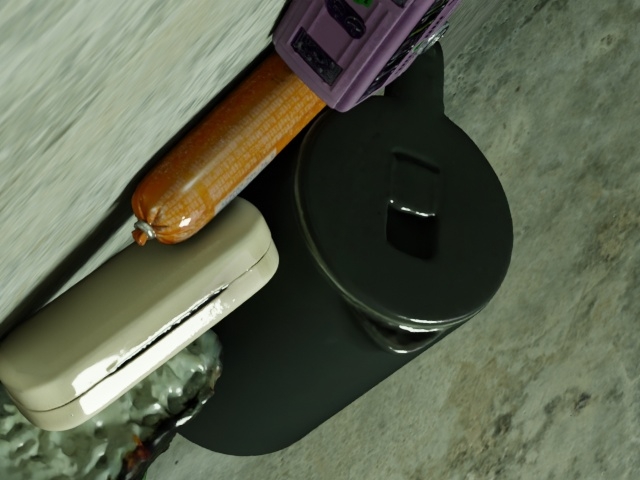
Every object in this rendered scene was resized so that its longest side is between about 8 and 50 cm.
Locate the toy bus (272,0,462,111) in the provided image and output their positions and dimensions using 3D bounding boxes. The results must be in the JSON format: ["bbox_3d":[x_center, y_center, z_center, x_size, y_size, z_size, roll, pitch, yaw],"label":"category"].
[{"bbox_3d":[0.043,-0.157,0.794,0.098,0.087,0.178,-40,176,-32],"label":"toy bus"}]

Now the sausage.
[{"bbox_3d":[-0.012,-0.113,0.893,0.348,0.053,0.053,-48,177,-28],"label":"sausage"}]

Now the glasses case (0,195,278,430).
[{"bbox_3d":[-0.116,0.043,0.842,0.196,0.050,0.083,-37,-142,-18],"label":"glasses case"}]

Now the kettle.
[{"bbox_3d":[0.009,0.011,1.033,0.262,0.203,0.308,-51,-173,-36],"label":"kettle"}]

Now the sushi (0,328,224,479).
[{"bbox_3d":[-0.174,0.131,0.921,0.225,0.124,0.127,-47,175,-40],"label":"sushi"}]
